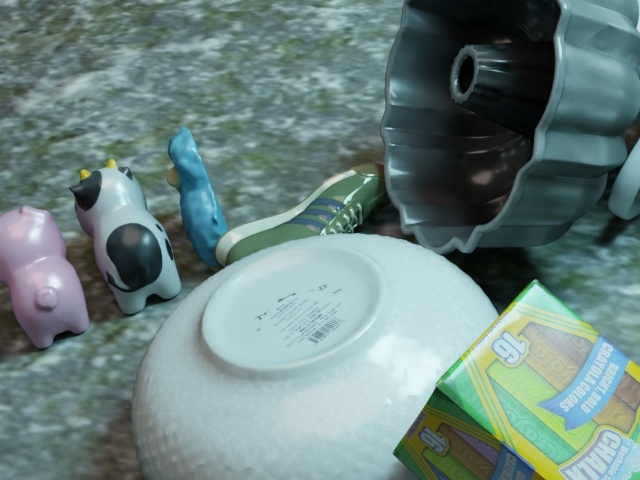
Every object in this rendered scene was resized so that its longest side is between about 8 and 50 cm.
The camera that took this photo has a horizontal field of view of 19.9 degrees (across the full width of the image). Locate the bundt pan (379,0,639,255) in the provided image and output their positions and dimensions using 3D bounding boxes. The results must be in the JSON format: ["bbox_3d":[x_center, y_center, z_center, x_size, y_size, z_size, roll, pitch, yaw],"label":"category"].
[{"bbox_3d":[0.181,-0.139,1.650,0.124,0.330,0.331,10,29,-24],"label":"bundt pan"}]

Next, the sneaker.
[{"bbox_3d":[0.000,0.000,1.751,0.192,0.064,0.086,-26,45,-11],"label":"sneaker"}]

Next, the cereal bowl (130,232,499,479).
[{"bbox_3d":[-0.007,0.104,1.550,0.339,0.141,0.339,-11,36,8],"label":"cereal bowl"}]

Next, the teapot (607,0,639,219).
[{"bbox_3d":[0.377,-0.156,1.700,0.256,0.187,0.252,-5,59,-3],"label":"teapot"}]

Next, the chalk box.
[{"bbox_3d":[0.186,0.163,1.370,0.213,0.132,0.132,39,58,10],"label":"chalk box"}]

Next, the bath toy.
[{"bbox_3d":[-0.263,0.015,1.775,0.348,0.129,0.151,-26,38,-10],"label":"bath toy"}]
